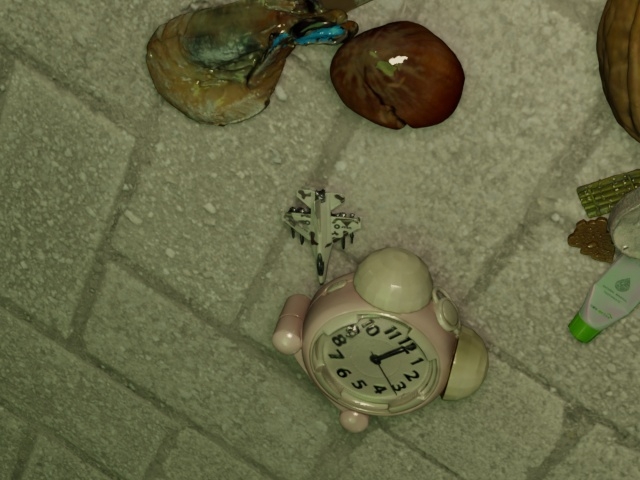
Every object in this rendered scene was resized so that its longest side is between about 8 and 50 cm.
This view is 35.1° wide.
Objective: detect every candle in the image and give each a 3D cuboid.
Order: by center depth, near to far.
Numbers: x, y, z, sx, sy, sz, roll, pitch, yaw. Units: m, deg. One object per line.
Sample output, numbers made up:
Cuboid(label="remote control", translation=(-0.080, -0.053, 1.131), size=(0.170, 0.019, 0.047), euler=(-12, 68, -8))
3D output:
Cuboid(label="candle", translation=(0.571, -0.038, 1.633), size=(0.192, 0.068, 0.169), euler=(13, 116, 4))

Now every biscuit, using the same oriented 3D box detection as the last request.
Cuboid(label="biscuit", translation=(0.476, 0.001, 1.745), size=(0.092, 0.016, 0.082), euler=(45, 123, -8))

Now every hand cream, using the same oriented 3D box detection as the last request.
Cuboid(label="hand cream", translation=(0.534, 0.073, 1.752), size=(0.079, 0.050, 0.275), euler=(19, 126, -21))

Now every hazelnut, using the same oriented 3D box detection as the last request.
Cuboid(label="hazelnut", translation=(0.122, -0.265, 1.640), size=(0.212, 0.181, 0.181), euler=(-2, 117, 25))

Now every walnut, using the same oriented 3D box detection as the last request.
Cuboid(label="walnut", translation=(0.531, -0.267, 1.390), size=(0.332, 0.333, 0.333), euler=(12, 124, 18))

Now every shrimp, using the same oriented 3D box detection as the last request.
Cuboid(label="shrimp", translation=(-0.134, -0.319, 1.773), size=(0.445, 0.110, 0.221), euler=(-10, 117, 38))

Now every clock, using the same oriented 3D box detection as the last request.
Cuboid(label="clock", translation=(0.120, 0.190, 1.923), size=(0.325, 0.184, 0.342), euler=(-25, 120, 33))

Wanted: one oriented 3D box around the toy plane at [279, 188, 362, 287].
Cuboid(label="toy plane", translation=(0.003, -0.015, 1.927), size=(0.160, 0.082, 0.234), euler=(6, 137, 10))

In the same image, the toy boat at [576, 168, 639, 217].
Cuboid(label="toy boat", translation=(0.492, -0.077, 1.688), size=(0.115, 0.016, 0.063), euler=(-18, 112, 32))

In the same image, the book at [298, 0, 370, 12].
Cuboid(label="book", translation=(0.035, -0.448, 1.670), size=(0.198, 0.016, 0.138), euler=(-18, 110, 33))
